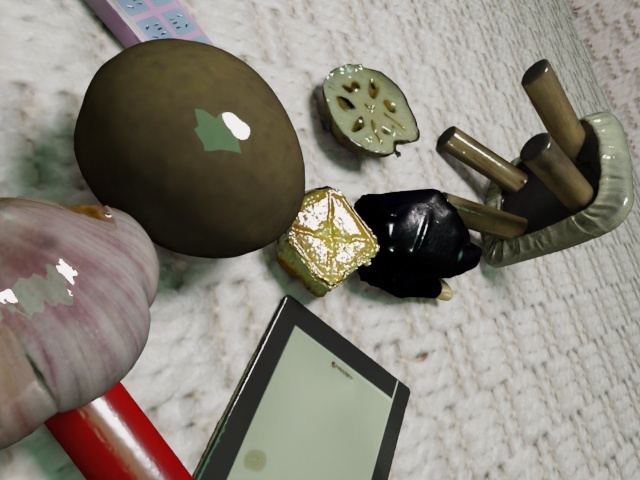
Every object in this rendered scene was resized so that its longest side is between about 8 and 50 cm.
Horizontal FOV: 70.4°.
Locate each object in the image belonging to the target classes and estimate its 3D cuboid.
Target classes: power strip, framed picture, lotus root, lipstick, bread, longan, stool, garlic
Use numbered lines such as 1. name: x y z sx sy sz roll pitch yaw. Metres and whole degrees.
1. power strip: -0.217 -0.283 0.625 0.279 0.038 0.109 50 47 -11
2. framed picture: -0.014 0.276 0.563 0.265 0.016 0.346 40 51 -19
3. lotus root: 0.079 -0.219 0.819 0.184 0.078 0.203 2 62 -25
4. lipstick: -0.151 0.235 0.415 0.279 0.073 0.073 53 47 -1
5. bread: 0.000 0.000 0.641 0.128 0.069 0.140 -40 89 -29
6. longan: -0.127 -0.095 0.496 0.248 0.248 0.248 17 61 -34
7. stool: 0.397 -0.142 0.896 0.226 0.310 0.310 34 52 -19
8. garlic: -0.255 0.021 0.357 0.207 0.207 0.256 -32 93 -43

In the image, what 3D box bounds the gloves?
1. gloves: 0.178 0.012 0.765 0.301 0.153 0.197 -4 99 -54
